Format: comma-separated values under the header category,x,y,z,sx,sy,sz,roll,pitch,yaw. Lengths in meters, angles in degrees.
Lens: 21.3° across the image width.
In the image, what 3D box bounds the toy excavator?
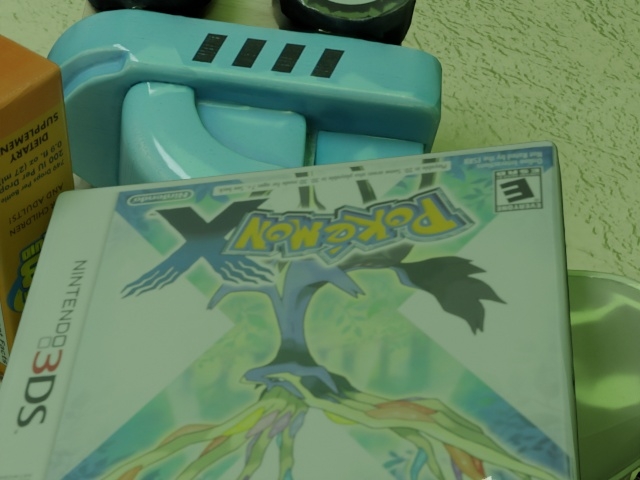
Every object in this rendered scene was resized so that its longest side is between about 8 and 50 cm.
category,x,y,z,sx,sy,sz,roll,pitch,yaw
toy excavator,0.000,0.000,1.222,0.433,0.222,0.445,8,59,-4

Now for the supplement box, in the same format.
category,x,y,z,sx,sy,sz,roll,pitch,yaw
supplement box,-0.211,-0.018,1.141,0.080,0.233,0.078,28,48,28

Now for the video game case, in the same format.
category,x,y,z,sx,sy,sz,roll,pitch,yaw
video game case,-0.021,0.057,0.984,0.329,0.036,0.300,-5,39,9

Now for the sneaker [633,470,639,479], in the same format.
category,x,y,z,sx,sy,sz,roll,pitch,yaw
sneaker,0.195,0.269,1.001,0.146,0.134,0.343,-15,38,25

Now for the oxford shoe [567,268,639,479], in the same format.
category,x,y,z,sx,sy,sz,roll,pitch,yaw
oxford shoe,0.008,0.114,1.038,0.449,0.130,0.169,-10,78,6
